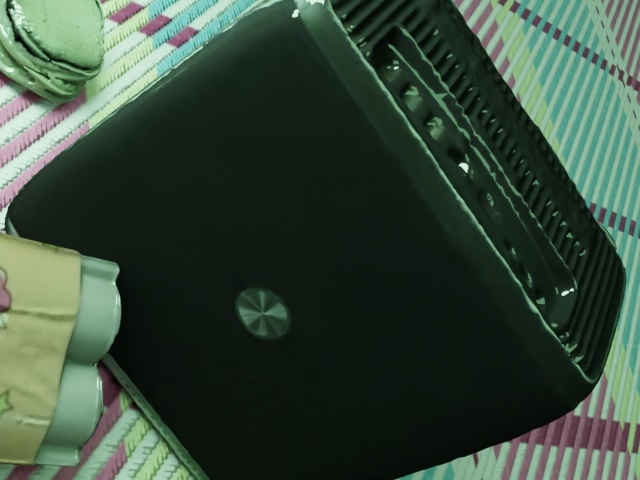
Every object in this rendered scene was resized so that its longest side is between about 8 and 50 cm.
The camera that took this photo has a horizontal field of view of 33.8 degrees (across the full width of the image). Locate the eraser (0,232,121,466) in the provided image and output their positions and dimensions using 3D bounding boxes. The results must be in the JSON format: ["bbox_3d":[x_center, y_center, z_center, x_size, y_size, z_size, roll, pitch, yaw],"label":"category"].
[{"bbox_3d":[-0.291,0.068,0.765,0.290,0.087,0.171,18,81,-45],"label":"eraser"}]

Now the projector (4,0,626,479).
[{"bbox_3d":[0.000,0.000,0.927,0.395,0.405,0.242,54,35,-10],"label":"projector"}]

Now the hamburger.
[{"bbox_3d":[-0.271,-0.209,1.035,0.133,0.062,0.140,33,41,-36],"label":"hamburger"}]
